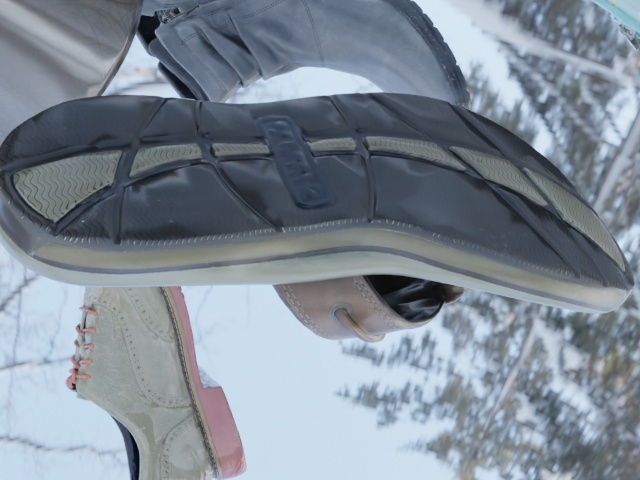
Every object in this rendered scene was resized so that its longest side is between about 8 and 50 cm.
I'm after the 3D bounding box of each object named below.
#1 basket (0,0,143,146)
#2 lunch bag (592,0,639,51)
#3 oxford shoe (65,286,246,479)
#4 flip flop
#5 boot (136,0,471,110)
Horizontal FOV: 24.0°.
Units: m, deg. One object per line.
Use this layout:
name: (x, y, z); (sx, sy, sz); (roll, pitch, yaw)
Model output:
basket: (-0.200, -0.119, 0.638); (0.204, 0.227, 0.154); (-30, -102, 4)
lunch bag: (0.298, -0.260, 1.078); (0.224, 0.279, 0.108); (34, -149, 2)
oxford shoe: (-0.189, 0.092, 1.429); (0.130, 0.123, 0.348); (-25, -82, -14)
flip flop: (0.000, 0.000, 0.624); (0.277, 0.080, 0.112); (0, -138, -23)
boot: (-0.032, -0.179, 1.467); (0.223, 0.118, 0.338); (-37, -116, -18)
